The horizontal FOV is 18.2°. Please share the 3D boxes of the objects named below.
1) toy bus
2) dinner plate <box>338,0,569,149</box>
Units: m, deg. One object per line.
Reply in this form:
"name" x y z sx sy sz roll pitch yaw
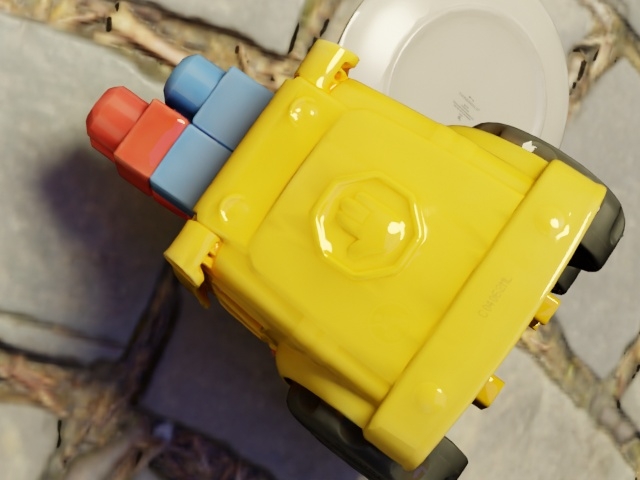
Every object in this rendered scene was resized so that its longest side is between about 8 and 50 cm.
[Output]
"toy bus" 0.000 0.000 0.859 0.211 0.220 0.149 33 83 4
"dinner plate" 0.067 -0.067 0.965 0.141 0.017 0.141 -5 100 -28
